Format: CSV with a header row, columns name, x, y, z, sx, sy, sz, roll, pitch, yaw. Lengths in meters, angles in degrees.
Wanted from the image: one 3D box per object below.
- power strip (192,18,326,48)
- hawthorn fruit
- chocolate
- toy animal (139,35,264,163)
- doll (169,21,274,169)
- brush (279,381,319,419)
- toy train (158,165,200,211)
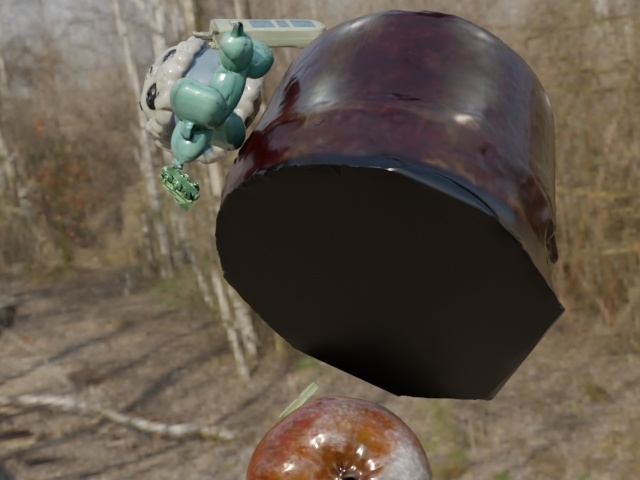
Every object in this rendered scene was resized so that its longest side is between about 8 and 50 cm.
name,x,y,z,sx,sy,sz,roll,pitch,yaw
power strip,-0.078,-0.277,1.538,0.191,0.030,0.047,-3,31,-18
hawthorn fruit,0.012,0.320,1.443,0.235,0.231,0.263,17,-40,-22
chocolate,0.102,-0.067,1.246,0.383,0.384,0.331,-4,43,34
toy animal,-0.207,-0.253,1.998,0.204,0.208,0.156,26,-11,-8
doll,-0.106,-0.142,1.156,0.059,0.159,0.158,23,-1,8
brush,-0.036,0.267,1.893,0.083,0.016,0.013,-44,8,-17
toy train,-0.248,-0.094,2.016,0.033,0.083,0.053,-44,-8,-37
